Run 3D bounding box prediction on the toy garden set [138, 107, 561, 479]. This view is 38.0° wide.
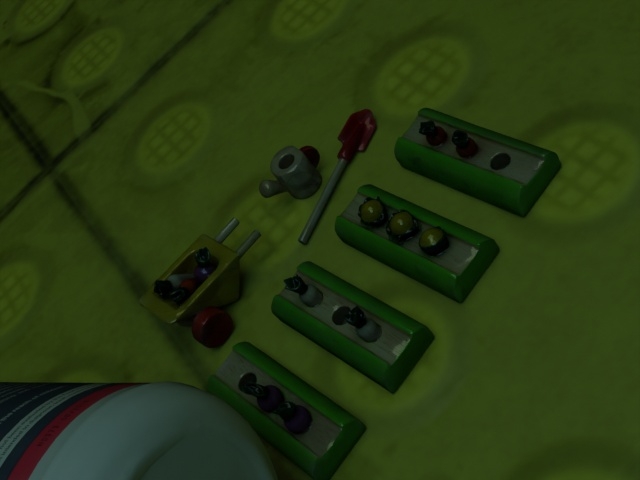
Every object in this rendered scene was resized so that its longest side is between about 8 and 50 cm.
[{"bbox_3d":[0.000,0.000,0.607,0.203,0.049,0.244,28,76,43],"label":"toy garden set"}]

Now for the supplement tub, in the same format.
[{"bbox_3d":[-0.172,0.170,0.493,0.272,0.191,0.191,-4,56,30],"label":"supplement tub"}]
